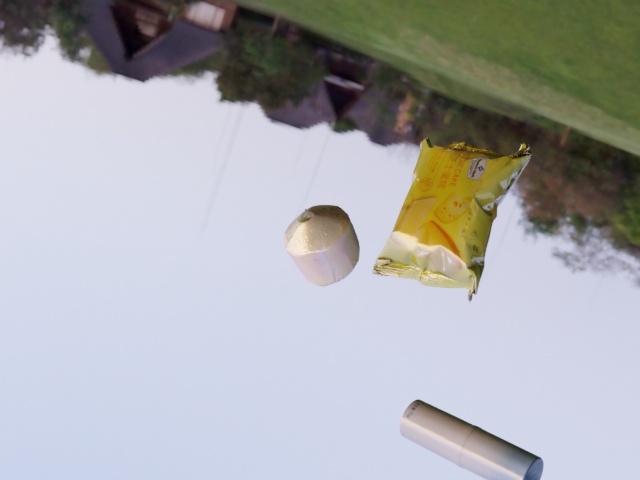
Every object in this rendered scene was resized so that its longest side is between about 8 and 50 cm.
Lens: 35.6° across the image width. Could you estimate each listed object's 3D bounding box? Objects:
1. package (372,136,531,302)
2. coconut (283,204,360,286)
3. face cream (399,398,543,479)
[{"bbox_3d":[0.171,-0.036,1.309,0.168,0.226,0.090,11,164,33],"label":"package"},{"bbox_3d":[0.000,0.000,1.624,0.116,0.116,0.122,35,158,46],"label":"coconut"},{"bbox_3d":[0.257,0.356,1.718,0.250,0.077,0.077,22,-168,37],"label":"face cream"}]
